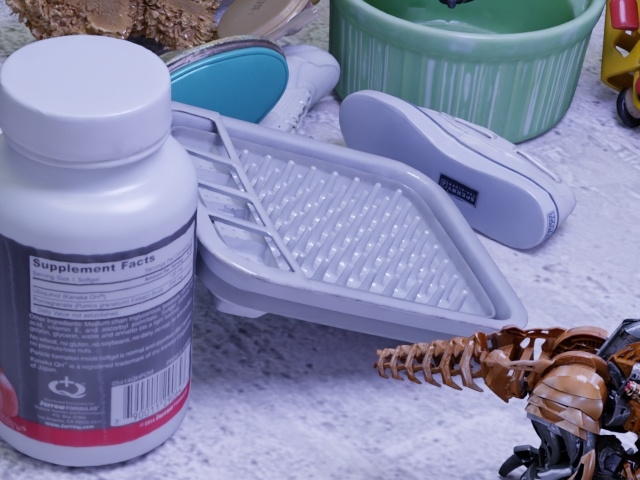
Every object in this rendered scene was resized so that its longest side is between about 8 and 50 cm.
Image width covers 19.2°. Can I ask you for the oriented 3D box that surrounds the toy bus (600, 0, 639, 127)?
[{"bbox_3d":[0.355,-0.190,2.048,0.104,0.191,0.202,-11,21,47],"label":"toy bus"}]

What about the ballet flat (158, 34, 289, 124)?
[{"bbox_3d":[-0.186,-0.099,1.790,0.348,0.123,0.123,-40,52,-23],"label":"ballet flat"}]

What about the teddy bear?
[{"bbox_3d":[-0.202,-0.275,2.104,0.245,0.113,0.338,28,39,-2],"label":"teddy bear"}]

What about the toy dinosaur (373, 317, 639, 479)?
[{"bbox_3d":[0.210,0.136,1.460,0.322,0.218,0.164,30,42,31],"label":"toy dinosaur"}]

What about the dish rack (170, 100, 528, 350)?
[{"bbox_3d":[0.000,0.000,1.687,0.332,0.072,0.285,12,28,-29],"label":"dish rack"}]

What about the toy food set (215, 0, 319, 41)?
[{"bbox_3d":[-0.051,-0.236,1.981,0.132,0.038,0.192,-31,30,13],"label":"toy food set"}]

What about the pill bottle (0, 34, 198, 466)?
[{"bbox_3d":[-0.186,0.007,1.501,0.176,0.319,0.176,3,33,-2],"label":"pill bottle"}]

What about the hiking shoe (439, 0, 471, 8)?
[{"bbox_3d":[0.085,-0.310,1.946,0.227,0.086,0.114,32,39,32],"label":"hiking shoe"}]

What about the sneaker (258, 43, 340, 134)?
[{"bbox_3d":[-0.051,-0.117,1.925,0.115,0.090,0.232,36,53,27],"label":"sneaker"}]

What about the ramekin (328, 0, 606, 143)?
[{"bbox_3d":[0.149,-0.227,2.045,0.303,0.148,0.303,4,34,-3],"label":"ramekin"}]

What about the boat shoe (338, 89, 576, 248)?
[{"bbox_3d":[0.136,-0.077,1.888,0.258,0.095,0.084,35,39,21],"label":"boat shoe"}]
